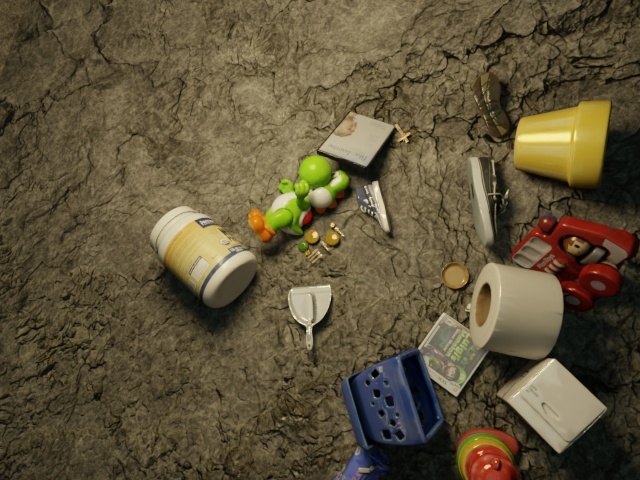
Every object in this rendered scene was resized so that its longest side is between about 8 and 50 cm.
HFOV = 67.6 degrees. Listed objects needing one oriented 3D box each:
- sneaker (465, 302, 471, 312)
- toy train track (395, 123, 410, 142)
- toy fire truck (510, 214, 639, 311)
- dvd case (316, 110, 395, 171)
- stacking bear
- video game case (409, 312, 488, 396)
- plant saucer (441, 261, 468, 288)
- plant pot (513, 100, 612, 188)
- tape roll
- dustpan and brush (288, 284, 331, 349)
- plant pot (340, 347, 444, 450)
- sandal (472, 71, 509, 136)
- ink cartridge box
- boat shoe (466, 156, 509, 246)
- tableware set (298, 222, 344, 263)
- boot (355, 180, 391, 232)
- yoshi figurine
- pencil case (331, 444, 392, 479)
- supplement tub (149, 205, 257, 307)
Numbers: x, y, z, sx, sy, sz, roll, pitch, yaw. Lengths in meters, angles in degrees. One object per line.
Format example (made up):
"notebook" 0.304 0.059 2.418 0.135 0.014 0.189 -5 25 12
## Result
"sneaker" 0.485 0.230 1.476 0.083 0.032 0.037 44 110 17
"toy train track" 0.283 -0.371 1.660 0.048 0.014 0.083 -32 67 12
"toy fire truck" 0.698 0.042 1.333 0.254 0.302 0.169 33 66 13
"dvd case" 0.123 -0.343 1.621 0.180 0.022 0.253 23 54 16
"stacking bear" 0.447 0.601 1.263 0.164 0.289 0.175 22 84 16
"video game case" 0.398 0.349 1.470 0.173 0.022 0.190 35 87 17
"plant saucer" 0.427 0.112 1.519 0.083 0.015 0.083 -3 78 13
"plant pot" 0.722 -0.288 1.435 0.239 0.254 0.254 9 80 31
"tape roll" 0.537 0.195 1.336 0.169 0.246 0.246 11 80 2
"dustpan and brush" -0.034 0.251 1.568 0.147 0.060 0.211 -6 76 11
"plant pot" 0.201 0.462 1.380 0.212 0.236 0.236 -24 74 22
"sandal" 0.569 -0.449 1.593 0.090 0.060 0.219 -21 88 14
"ink cartridge box" 0.611 0.433 1.292 0.168 0.233 0.171 -45 73 1
"boat shoe" 0.533 -0.128 1.501 0.105 0.113 0.306 -4 61 6
"tableware set" 0.000 0.000 1.639 0.154 0.024 0.104 -42 69 2
"boot" 0.176 -0.104 1.603 0.086 0.069 0.190 -18 66 16
"yoshi figurine" -0.085 -0.160 1.607 0.362 0.203 0.203 -32 66 1
"pencil case" 0.082 0.729 1.401 0.119 0.133 0.306 38 89 8
"supplement tub" -0.395 0.051 1.607 0.316 0.228 0.228 38 88 17
